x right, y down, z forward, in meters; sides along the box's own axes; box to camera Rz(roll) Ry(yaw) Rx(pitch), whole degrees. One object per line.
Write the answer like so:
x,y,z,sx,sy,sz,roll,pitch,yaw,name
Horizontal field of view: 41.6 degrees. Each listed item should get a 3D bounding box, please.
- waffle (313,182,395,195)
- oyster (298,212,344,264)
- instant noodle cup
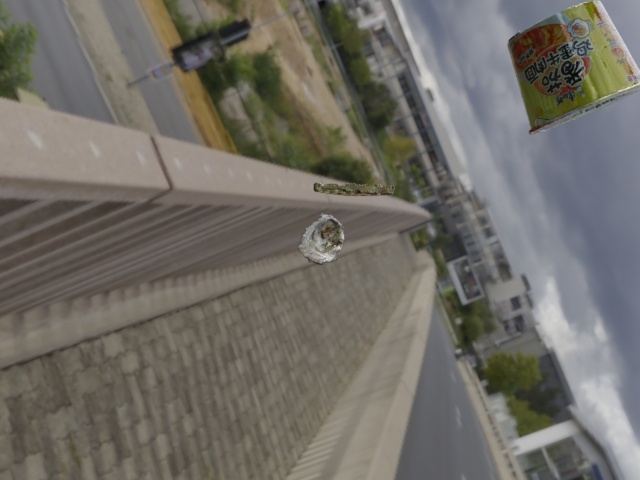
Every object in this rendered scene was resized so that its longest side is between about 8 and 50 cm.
0.069,-0.107,1.743,0.097,0.152,0.023,4,89,-44,waffle
0.005,-0.004,2.105,0.056,0.105,0.177,111,-3,-47,oyster
0.519,-0.359,1.736,0.264,0.264,0.200,-7,76,-82,instant noodle cup
